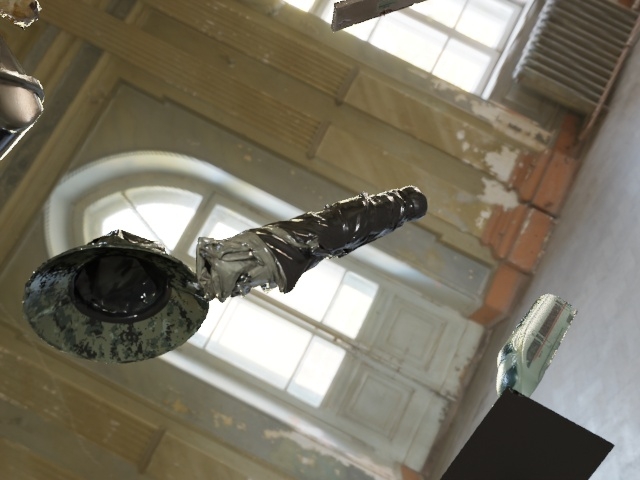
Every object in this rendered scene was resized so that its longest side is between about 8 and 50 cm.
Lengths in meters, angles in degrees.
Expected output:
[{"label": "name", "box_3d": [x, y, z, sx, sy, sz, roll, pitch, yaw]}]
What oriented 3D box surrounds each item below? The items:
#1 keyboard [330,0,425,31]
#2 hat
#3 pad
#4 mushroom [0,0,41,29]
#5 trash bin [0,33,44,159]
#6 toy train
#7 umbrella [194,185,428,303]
[{"label": "keyboard", "box_3d": [0.092, -0.344, 0.842, 0.166, 0.017, 0.055, -22, -19, -10]}, {"label": "hat", "box_3d": [-0.288, 0.058, 0.859, 0.128, 0.266, 0.265, -104, 30, -45]}, {"label": "pad", "box_3d": [0.255, 0.328, 0.790, 0.242, 0.164, 0.004, -61, -1, 13]}, {"label": "mushroom", "box_3d": [-0.718, -0.517, 1.128, 0.255, 0.267, 0.267, -26, -11, -13]}, {"label": "trash bin", "box_3d": [-0.527, -0.220, 0.814, 0.210, 0.290, 0.182, -37, -12, 22]}, {"label": "toy train", "box_3d": [0.434, 0.218, 1.212, 0.407, 0.088, 0.086, -26, -26, -54]}, {"label": "umbrella", "box_3d": [0.003, 0.003, 0.815, 0.358, 0.106, 0.113, -18, 11, -26]}]
